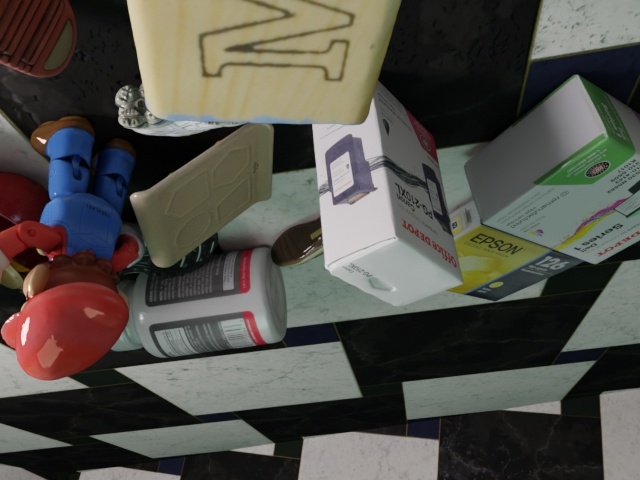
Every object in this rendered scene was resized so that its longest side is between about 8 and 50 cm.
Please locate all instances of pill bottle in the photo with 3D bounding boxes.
[{"bbox_3d":[-0.233,0.120,1.063,0.319,0.176,0.176,-9,151,8],"label":"pill bottle"}]

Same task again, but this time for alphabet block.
[{"bbox_3d":[-0.046,-0.226,0.455,0.193,0.192,0.197,-2,152,-9],"label":"alphabet block"}]

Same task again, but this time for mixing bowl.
[{"bbox_3d":[-0.440,-0.031,0.817,0.181,0.098,0.181,10,142,8],"label":"mixing bowl"}]

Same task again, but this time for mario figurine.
[{"bbox_3d":[-0.321,0.014,0.710,0.198,0.320,0.170,5,149,-16],"label":"mario figurine"}]

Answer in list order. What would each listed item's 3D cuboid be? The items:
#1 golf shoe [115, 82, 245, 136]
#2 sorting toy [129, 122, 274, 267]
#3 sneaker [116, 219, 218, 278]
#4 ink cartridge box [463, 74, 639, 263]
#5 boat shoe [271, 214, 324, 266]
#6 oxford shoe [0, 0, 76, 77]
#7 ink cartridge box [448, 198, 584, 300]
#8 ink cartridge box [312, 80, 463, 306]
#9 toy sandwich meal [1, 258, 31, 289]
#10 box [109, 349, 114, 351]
[{"bbox_3d":[-0.153,-0.161,0.706,0.176,0.069,0.086,-1,171,0],"label":"golf shoe"},{"bbox_3d":[-0.158,-0.065,0.804,0.208,0.038,0.193,-35,160,-22],"label":"sorting toy"},{"bbox_3d":[-0.298,0.003,0.943,0.271,0.108,0.100,-7,137,-29],"label":"sneaker"},{"bbox_3d":[0.384,-0.085,0.833,0.278,0.117,0.201,16,140,-32],"label":"ink cartridge box"},{"bbox_3d":[0.000,0.000,1.002,0.190,0.068,0.072,-25,157,32],"label":"boat shoe"},{"bbox_3d":[-0.356,-0.259,0.464,0.130,0.123,0.348,11,162,30],"label":"oxford shoe"},{"bbox_3d":[0.340,0.014,1.072,0.304,0.072,0.307,15,147,-31],"label":"ink cartridge box"},{"bbox_3d":[0.082,-0.058,0.725,0.100,0.237,0.172,-23,146,30],"label":"ink cartridge box"},{"bbox_3d":[-0.432,0.036,0.796,0.086,0.029,0.085,19,141,16],"label":"toy sandwich meal"},{"bbox_3d":[-0.491,0.210,1.307,0.052,0.062,0.083,-1,152,-3],"label":"box"}]
